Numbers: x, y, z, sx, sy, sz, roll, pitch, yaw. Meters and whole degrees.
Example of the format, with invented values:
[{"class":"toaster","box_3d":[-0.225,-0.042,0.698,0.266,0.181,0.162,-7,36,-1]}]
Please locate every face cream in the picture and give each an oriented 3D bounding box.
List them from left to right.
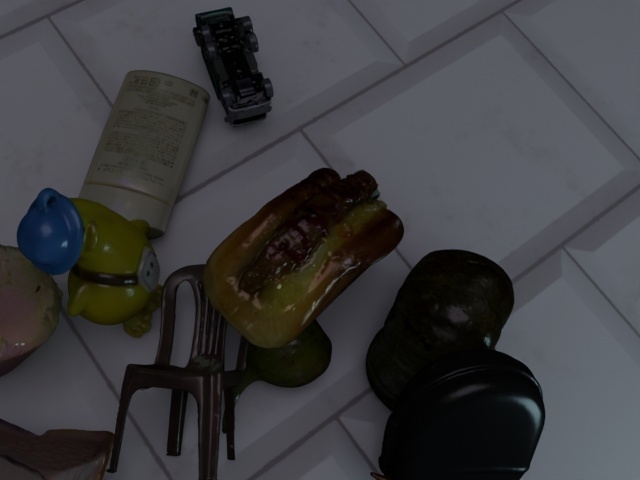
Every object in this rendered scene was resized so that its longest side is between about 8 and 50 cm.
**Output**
[{"class":"face cream","box_3d":[-0.335,-0.153,1.330,0.174,0.081,0.348,13,68,-1]}]

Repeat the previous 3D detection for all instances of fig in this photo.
[{"class":"fig","box_3d":[-0.093,0.223,1.213,0.245,0.149,0.149,-44,79,-1]}]

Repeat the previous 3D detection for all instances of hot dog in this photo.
[{"class":"hot dog","box_3d":[-0.002,-0.001,1.152,0.185,0.223,0.405,47,34,2]}]

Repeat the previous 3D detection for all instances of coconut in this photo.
[{"class":"coconut","box_3d":[-0.555,0.114,1.119,0.233,0.245,0.233,26,51,-37]}]

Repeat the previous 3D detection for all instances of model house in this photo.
[{"class":"model house","box_3d":[-0.441,0.376,1.032,0.237,0.237,0.202,11,88,18]}]

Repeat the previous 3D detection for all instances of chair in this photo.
[{"class":"chair","box_3d":[-0.201,0.190,1.110,0.176,0.183,0.326,1,83,12]}]

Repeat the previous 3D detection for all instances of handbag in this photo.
[{"class":"handbag","box_3d":[0.223,0.308,1.117,0.254,0.308,0.093,-2,32,-14]}]

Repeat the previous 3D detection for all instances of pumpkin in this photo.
[{"class":"pumpkin","box_3d":[0.231,0.154,1.209,0.242,0.232,0.325,28,71,1]}]

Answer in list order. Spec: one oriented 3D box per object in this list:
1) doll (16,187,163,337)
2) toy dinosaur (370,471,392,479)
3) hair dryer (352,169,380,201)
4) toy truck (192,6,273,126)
[{"class":"doll","box_3d":[-0.346,0.027,1.117,0.145,0.363,0.199,15,63,20]},{"class":"toy dinosaur","box_3d":[0.200,0.545,1.010,0.097,0.208,0.432,-28,105,22]},{"class":"hair dryer","box_3d":[0.049,-0.085,1.384,0.124,0.038,0.063,-28,73,-9]},{"class":"toy truck","box_3d":[-0.177,-0.350,1.407,0.114,0.124,0.253,-17,74,-13]}]
